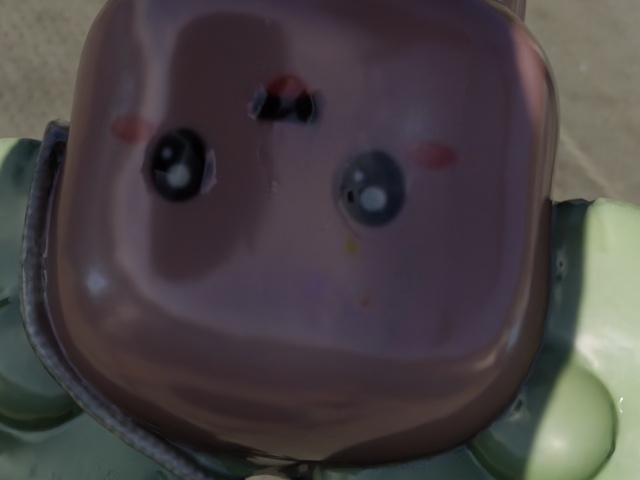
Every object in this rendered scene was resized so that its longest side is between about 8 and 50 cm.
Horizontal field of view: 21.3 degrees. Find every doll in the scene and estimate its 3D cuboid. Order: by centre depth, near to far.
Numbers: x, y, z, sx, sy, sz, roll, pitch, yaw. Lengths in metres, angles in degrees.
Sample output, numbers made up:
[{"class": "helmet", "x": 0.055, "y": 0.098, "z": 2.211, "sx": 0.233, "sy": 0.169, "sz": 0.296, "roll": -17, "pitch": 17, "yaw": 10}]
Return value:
[{"class": "doll", "x": 0.000, "y": 0.000, "z": 0.593, "sx": 0.284, "sy": 0.269, "sz": 0.216, "roll": 8, "pitch": -10, "yaw": 7}]
